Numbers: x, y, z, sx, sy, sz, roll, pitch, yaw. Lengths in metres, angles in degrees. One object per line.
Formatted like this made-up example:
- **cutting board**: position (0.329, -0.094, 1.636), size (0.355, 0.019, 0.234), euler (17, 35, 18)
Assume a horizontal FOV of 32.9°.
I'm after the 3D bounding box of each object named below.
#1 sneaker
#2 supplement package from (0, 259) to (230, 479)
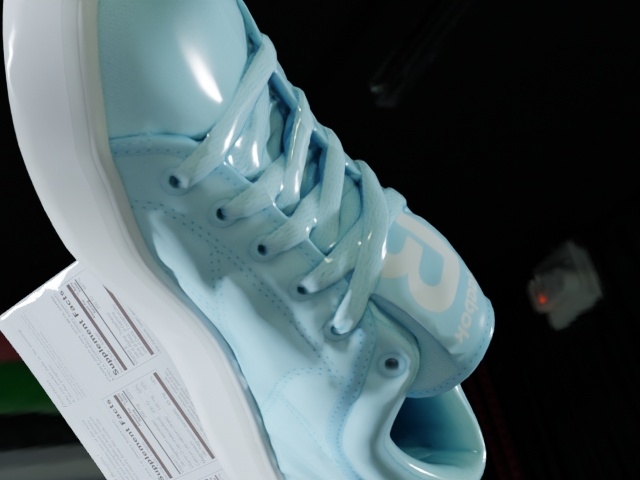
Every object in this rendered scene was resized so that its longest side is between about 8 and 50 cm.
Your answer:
- **sneaker**: position (0.000, 0.000, 0.483), size (0.150, 0.135, 0.366), euler (0, -39, 21)
- **supplement package**: position (-0.076, 0.099, 0.846), size (0.145, 0.261, 0.204), euler (-30, 6, 37)
